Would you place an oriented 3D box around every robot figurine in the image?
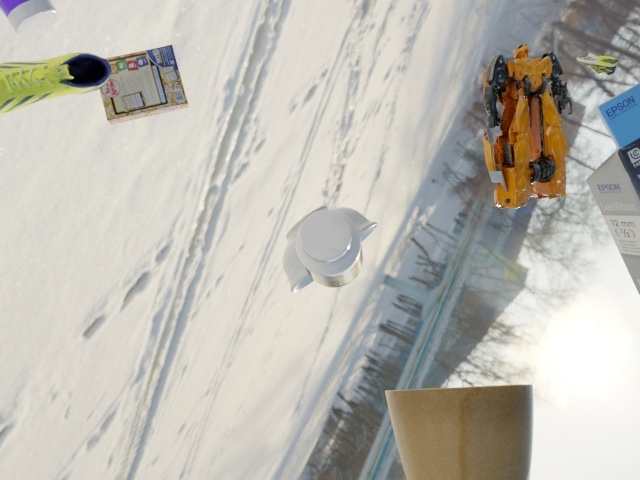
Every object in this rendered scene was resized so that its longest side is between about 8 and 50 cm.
[{"bbox_3d":[0.379,-0.214,1.058,0.085,0.211,0.291,5,-74,61],"label":"robot figurine"}]

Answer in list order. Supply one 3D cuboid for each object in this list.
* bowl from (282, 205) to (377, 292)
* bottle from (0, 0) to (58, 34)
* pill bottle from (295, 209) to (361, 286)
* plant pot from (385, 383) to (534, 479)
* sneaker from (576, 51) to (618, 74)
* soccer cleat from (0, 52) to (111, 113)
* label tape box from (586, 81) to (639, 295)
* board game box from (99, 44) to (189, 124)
[{"bbox_3d":[0.000,0.000,1.530,0.297,0.134,0.298,-38,171,-7],"label":"bowl"},{"bbox_3d":[-0.476,-0.435,0.795,0.092,0.283,0.118,-29,-172,6],"label":"bottle"},{"bbox_3d":[0.021,0.016,1.203,0.136,0.136,0.246,-63,169,-10],"label":"pill bottle"},{"bbox_3d":[0.228,0.361,0.892,0.237,0.237,0.255,83,5,-74],"label":"plant pot"},{"bbox_3d":[0.546,-0.348,1.120,0.031,0.083,0.035,-37,133,-16],"label":"sneaker"},{"bbox_3d":[-0.560,-0.324,1.133,0.289,0.121,0.094,-29,111,-39],"label":"soccer cleat"},{"bbox_3d":[0.582,-0.107,0.913,0.249,0.348,0.115,-30,-173,-7],"label":"label tape box"},{"bbox_3d":[-0.430,-0.374,1.355,0.045,0.193,0.147,170,-95,-80],"label":"board game box"}]
